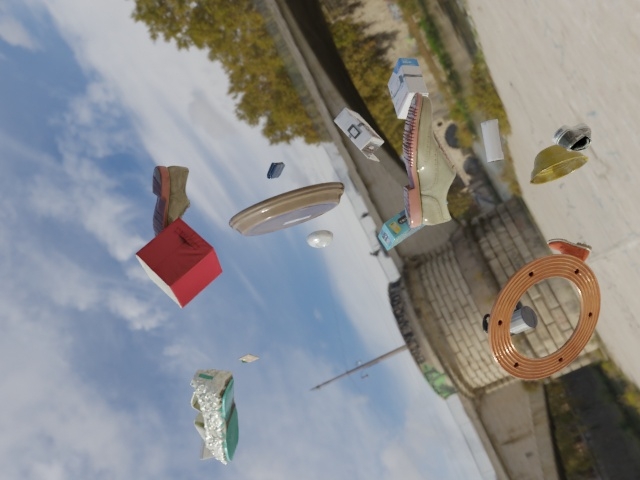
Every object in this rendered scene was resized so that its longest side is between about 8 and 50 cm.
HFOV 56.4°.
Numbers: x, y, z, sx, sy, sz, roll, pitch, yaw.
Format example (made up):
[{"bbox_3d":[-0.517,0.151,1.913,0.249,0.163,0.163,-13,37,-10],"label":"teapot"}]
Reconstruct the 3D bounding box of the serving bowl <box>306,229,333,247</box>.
[{"bbox_3d":[0.000,0.000,1.819,0.083,0.083,0.027,38,-145,-54],"label":"serving bowl"}]

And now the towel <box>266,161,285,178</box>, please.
[{"bbox_3d":[-0.172,-0.269,2.287,0.029,0.067,0.119,29,-166,6],"label":"towel"}]

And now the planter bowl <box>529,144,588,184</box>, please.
[{"bbox_3d":[0.858,-0.293,2.189,0.217,0.217,0.090,22,-132,-66],"label":"planter bowl"}]

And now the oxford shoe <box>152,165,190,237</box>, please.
[{"bbox_3d":[-0.518,-0.098,2.114,0.130,0.348,0.123,-10,-147,-33],"label":"oxford shoe"}]

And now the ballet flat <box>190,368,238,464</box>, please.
[{"bbox_3d":[-0.322,0.522,1.812,0.147,0.147,0.409,-99,10,-50],"label":"ballet flat"}]

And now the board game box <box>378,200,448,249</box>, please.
[{"bbox_3d":[0.371,-0.081,2.448,0.079,0.253,0.336,56,176,8],"label":"board game box"}]

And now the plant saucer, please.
[{"bbox_3d":[-0.071,-0.066,1.360,0.041,0.277,0.278,70,-163,5],"label":"plant saucer"}]

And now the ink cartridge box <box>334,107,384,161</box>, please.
[{"bbox_3d":[0.138,-0.346,1.952,0.180,0.060,0.104,51,-159,18],"label":"ink cartridge box"}]

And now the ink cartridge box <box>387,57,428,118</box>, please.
[{"bbox_3d":[0.332,-0.577,2.271,0.140,0.082,0.191,113,154,-54],"label":"ink cartridge box"}]

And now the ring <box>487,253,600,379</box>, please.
[{"bbox_3d":[0.558,0.191,1.494,0.337,0.336,0.032,53,173,-25],"label":"ring"}]

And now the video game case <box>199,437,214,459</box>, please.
[{"bbox_3d":[-0.351,0.644,1.998,0.143,0.019,0.157,29,-114,-66],"label":"video game case"}]

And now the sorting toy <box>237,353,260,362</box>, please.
[{"bbox_3d":[-0.264,0.422,2.130,0.062,0.083,0.012,22,-128,-39],"label":"sorting toy"}]

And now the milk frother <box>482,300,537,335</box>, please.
[{"bbox_3d":[0.671,0.289,2.132,0.143,0.134,0.129,-31,-95,-42],"label":"milk frother"}]

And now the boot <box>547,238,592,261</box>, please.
[{"bbox_3d":[0.900,0.043,2.184,0.158,0.085,0.059,17,170,43],"label":"boot"}]

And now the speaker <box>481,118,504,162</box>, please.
[{"bbox_3d":[0.566,-0.326,1.962,0.055,0.055,0.136,-10,-89,-73],"label":"speaker"}]

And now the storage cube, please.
[{"bbox_3d":[-0.474,0.076,2.015,0.183,0.193,0.215,39,160,20],"label":"storage cube"}]

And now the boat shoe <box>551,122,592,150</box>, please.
[{"bbox_3d":[0.753,-0.294,1.751,0.219,0.078,0.070,-14,-127,-45],"label":"boat shoe"}]

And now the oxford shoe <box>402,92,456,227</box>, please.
[{"bbox_3d":[0.323,-0.237,1.764,0.140,0.146,0.397,-91,-2,-69],"label":"oxford shoe"}]
